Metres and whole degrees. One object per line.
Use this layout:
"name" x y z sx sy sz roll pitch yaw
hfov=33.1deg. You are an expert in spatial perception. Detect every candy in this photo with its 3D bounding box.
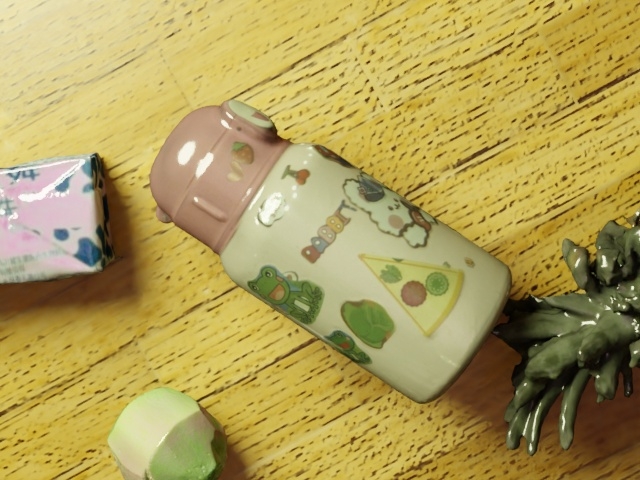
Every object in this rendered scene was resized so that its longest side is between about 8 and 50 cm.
"candy" -0.231 -0.009 0.776 0.160 0.073 0.092 -8 97 2

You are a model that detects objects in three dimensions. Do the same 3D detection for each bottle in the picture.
"bottle" 0.000 0.000 0.749 0.253 0.120 0.120 34 95 -3

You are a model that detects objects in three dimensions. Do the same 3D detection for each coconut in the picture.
"coconut" -0.107 0.155 0.789 0.081 0.082 0.083 26 86 32

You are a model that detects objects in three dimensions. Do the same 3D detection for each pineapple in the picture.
"pineapple" 0.252 0.019 0.737 0.169 0.169 0.340 43 102 -3
